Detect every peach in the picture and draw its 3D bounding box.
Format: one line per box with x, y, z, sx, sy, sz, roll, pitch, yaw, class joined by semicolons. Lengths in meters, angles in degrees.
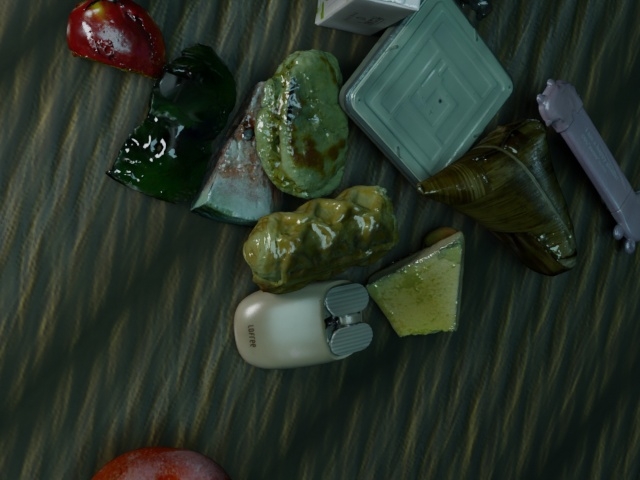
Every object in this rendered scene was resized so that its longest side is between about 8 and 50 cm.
-0.315;-0.314;1.427;0.172;0.092;0.127;41;80;-12;peach

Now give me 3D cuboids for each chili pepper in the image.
-0.218;-0.187;1.448;0.148;0.116;0.264;28;87;-17;chili pepper

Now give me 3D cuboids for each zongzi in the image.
0.305;-0.038;1.558;0.288;0.134;0.286;-30;101;-34;zongzi

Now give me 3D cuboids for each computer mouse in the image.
-0.028;0.142;1.540;0.236;0.082;0.145;-6;95;-13;computer mouse

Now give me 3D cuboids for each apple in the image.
0.214;0.018;1.596;0.071;0.084;0.084;-5;95;-12;apple

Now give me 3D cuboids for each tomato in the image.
-0.254;0.461;1.427;0.270;0.227;0.270;4;73;-12;tomato

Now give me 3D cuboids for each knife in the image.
0.500;-0.138;1.638;0.398;0.038;0.132;49;63;-28;knife

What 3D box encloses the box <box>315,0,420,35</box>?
0.083;-0.445;1.436;0.111;0.260;0.194;8;91;-16;box

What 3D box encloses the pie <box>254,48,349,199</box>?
-0.018;-0.189;1.484;0.201;0.090;0.248;-5;97;-47;pie

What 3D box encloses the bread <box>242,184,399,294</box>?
0.000;0.000;1.492;0.268;0.130;0.152;-19;129;-23;bread

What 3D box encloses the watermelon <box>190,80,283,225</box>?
-0.111;-0.143;1.504;0.154;0.094;0.241;13;88;-23;watermelon

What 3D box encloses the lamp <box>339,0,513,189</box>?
0.186;-0.252;1.541;0.269;0.047;0.266;42;81;-33;lamp

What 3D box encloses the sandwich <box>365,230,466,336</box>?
0.198;0.092;1.561;0.193;0.058;0.162;-29;104;26;sandwich

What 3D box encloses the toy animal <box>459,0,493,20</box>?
0.267;-0.479;1.549;0.146;0.114;0.245;28;48;-20;toy animal
